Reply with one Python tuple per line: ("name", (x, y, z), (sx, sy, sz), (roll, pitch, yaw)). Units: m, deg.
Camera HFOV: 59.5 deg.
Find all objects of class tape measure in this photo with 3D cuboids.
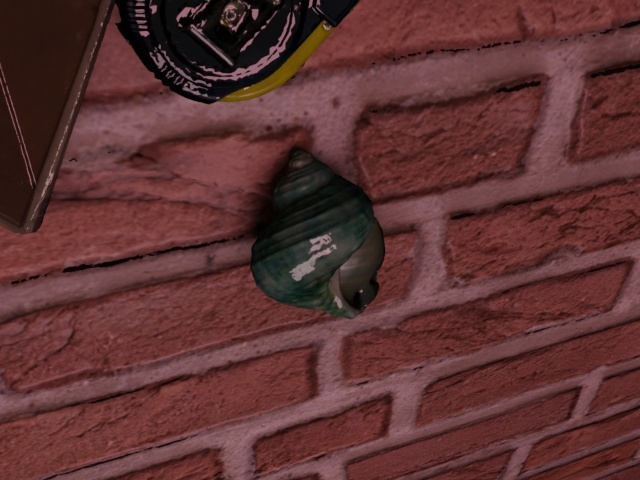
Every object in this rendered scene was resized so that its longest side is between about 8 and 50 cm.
("tape measure", (-0.079, -0.207, 0.483), (0.186, 0.112, 0.199), (-44, 130, 18))

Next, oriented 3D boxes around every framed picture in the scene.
("framed picture", (-0.279, -0.147, 0.443), (0.189, 0.023, 0.260), (29, 115, -6))

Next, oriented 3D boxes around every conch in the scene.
("conch", (-0.002, -0.003, 0.674), (0.196, 0.134, 0.202), (-39, 144, -50))
